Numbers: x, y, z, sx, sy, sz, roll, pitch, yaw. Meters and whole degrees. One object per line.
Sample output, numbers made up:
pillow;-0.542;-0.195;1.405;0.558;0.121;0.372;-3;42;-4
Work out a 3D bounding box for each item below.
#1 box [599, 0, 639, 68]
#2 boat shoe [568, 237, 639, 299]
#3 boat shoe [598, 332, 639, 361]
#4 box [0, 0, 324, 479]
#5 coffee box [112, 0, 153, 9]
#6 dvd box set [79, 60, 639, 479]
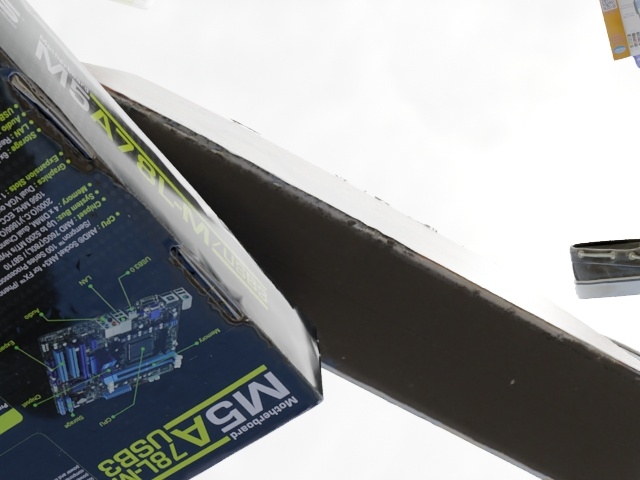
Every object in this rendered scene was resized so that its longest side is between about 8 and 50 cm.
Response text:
box;0.366;-0.272;1.598;0.081;0.028;0.136;-19;-82;-46
boat shoe;0.372;0.017;1.455;0.219;0.070;0.078;-10;-174;32
boat shoe;0.224;0.137;0.835;0.108;0.102;0.301;-37;-124;-14
box;-0.127;0.026;0.399;0.190;0.184;0.045;-32;-147;15
coffee box;-0.240;-0.359;0.789;0.338;0.334;0.338;22;-82;7
dvd box set;0.000;0.000;0.716;0.307;0.420;0.062;28;-86;-4
